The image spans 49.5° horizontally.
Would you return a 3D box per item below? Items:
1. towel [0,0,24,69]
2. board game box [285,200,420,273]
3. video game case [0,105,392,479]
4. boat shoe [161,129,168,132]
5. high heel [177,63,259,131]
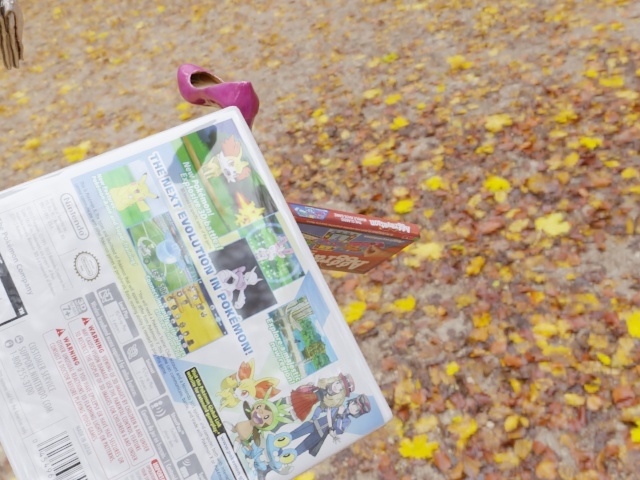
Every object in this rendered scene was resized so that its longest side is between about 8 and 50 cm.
[{"bbox_3d":[-0.536,-0.451,1.169,0.049,0.283,0.187,-7,-12,-21],"label":"towel"},{"bbox_3d":[0.000,0.000,1.041,0.145,0.281,0.027,-36,56,45],"label":"board game box"},{"bbox_3d":[-0.136,0.077,0.602,0.299,0.329,0.036,-25,-7,-19],"label":"video game case"},{"bbox_3d":[-0.305,-0.104,1.411,0.103,0.302,0.113,-12,59,-2],"label":"boat shoe"},{"bbox_3d":[-0.181,-0.274,1.191,0.082,0.117,0.244,-14,47,-26],"label":"high heel"}]
